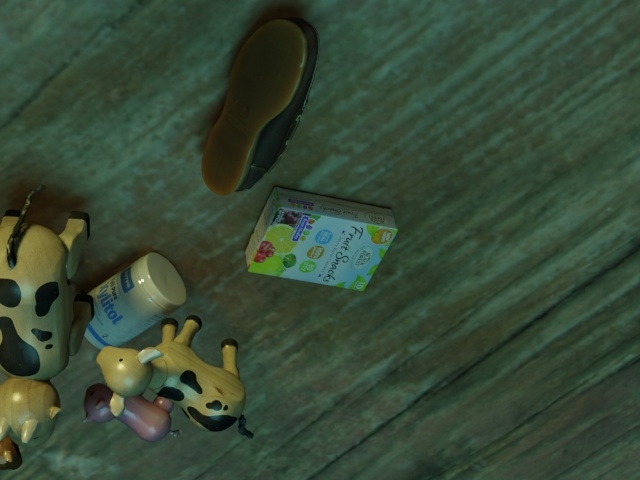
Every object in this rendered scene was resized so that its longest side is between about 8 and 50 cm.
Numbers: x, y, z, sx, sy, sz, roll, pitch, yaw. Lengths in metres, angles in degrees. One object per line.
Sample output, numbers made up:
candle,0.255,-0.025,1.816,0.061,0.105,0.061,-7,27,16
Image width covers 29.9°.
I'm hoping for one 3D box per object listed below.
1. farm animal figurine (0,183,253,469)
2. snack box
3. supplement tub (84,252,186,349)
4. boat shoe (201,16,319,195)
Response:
farm animal figurine,-0.259,0.114,1.197,0.330,0.172,0.327,-12,117,10
snack box,0.000,0.000,1.309,0.141,0.037,0.100,10,132,-22
supplement tub,-0.208,0.068,1.308,0.107,0.071,0.071,-34,131,19
boat shoe,-0.051,-0.133,1.155,0.073,0.073,0.207,-24,155,-46
